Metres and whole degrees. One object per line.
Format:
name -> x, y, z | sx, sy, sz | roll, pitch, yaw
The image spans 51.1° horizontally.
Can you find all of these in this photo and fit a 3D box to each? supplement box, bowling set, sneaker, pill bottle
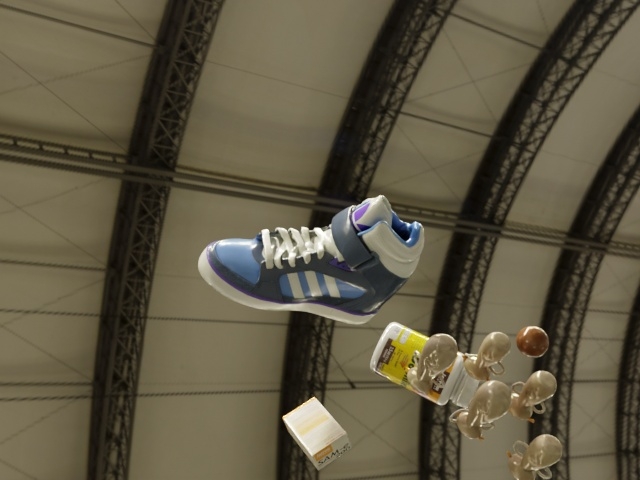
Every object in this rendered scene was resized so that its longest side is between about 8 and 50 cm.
supplement box -> -0.006, 0.291, 1.015 | 0.062, 0.098, 0.036 | -29, -56, -17
bowling set -> 0.311, 0.249, 1.127 | 0.200, 0.287, 0.154 | -29, -25, -31
sneaker -> 0.000, 0.000, 1.028 | 0.323, 0.130, 0.236 | 16, -53, -20
pill bottle -> 0.220, 0.264, 1.392 | 0.117, 0.215, 0.117 | -58, -17, -29
